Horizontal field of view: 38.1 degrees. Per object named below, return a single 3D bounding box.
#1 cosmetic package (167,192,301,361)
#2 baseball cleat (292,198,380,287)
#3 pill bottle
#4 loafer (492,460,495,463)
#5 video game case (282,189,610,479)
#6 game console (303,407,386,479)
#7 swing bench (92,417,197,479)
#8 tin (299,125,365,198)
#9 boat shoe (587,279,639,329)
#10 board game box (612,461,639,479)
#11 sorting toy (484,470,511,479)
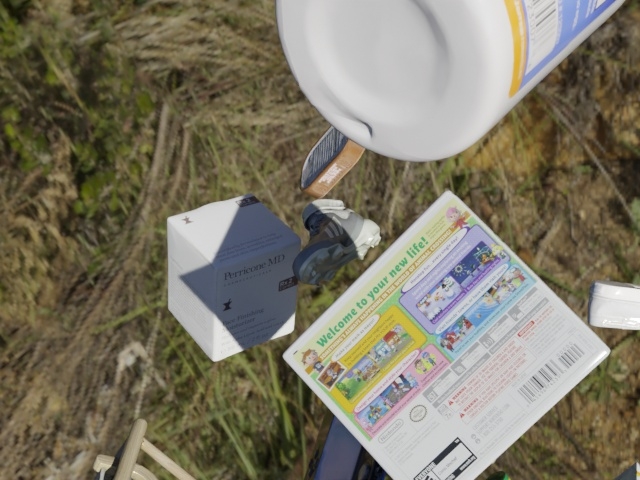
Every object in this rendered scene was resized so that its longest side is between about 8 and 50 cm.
[{"bbox_3d":[-0.136,0.054,1.423,0.151,0.184,0.151,-19,43,-30],"label":"cosmetic package"},{"bbox_3d":[0.000,0.000,1.265,0.109,0.072,0.206,37,26,19],"label":"baseball cleat"},{"bbox_3d":[0.110,-0.176,0.579,0.152,0.152,0.272,20,45,32],"label":"pill bottle"},{"bbox_3d":[0.329,0.378,1.768,0.039,0.125,0.045,-30,47,-15],"label":"loafer"},{"bbox_3d":[0.104,0.097,0.804,0.212,0.023,0.193,-46,78,9],"label":"video game case"},{"bbox_3d":[-0.035,0.319,1.321,0.173,0.293,0.250,23,72,-13],"label":"game console"},{"bbox_3d":[-0.264,0.390,1.083,0.165,0.253,0.254,36,20,5],"label":"swing bench"},{"bbox_3d":[0.022,-0.146,1.571,0.040,0.189,0.106,20,48,-25],"label":"tin"},{"bbox_3d":[0.405,0.092,1.105,0.184,0.063,0.066,10,8,-16],"label":"boat shoe"},{"bbox_3d":[0.580,0.503,1.485,0.275,0.144,0.142,27,42,-5],"label":"board game box"},{"bbox_3d":[0.179,0.452,1.436,0.274,0.046,0.132,-32,9,34],"label":"sorting toy"}]
